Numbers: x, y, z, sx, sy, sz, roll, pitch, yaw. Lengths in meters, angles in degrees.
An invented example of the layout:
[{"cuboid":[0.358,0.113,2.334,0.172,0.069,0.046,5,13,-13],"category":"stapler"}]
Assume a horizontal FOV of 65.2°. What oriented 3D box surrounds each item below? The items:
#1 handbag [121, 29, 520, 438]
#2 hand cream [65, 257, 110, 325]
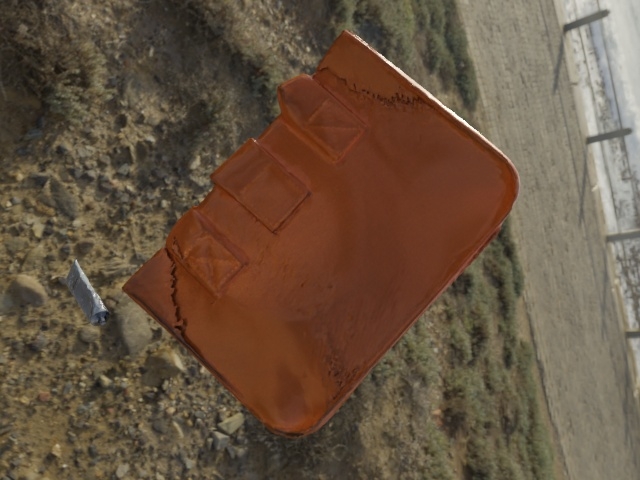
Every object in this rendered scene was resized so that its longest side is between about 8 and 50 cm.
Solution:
[{"cuboid":[0.000,0.000,0.607,0.303,0.410,0.116,42,3,7],"category":"handbag"},{"cuboid":[-0.243,0.055,0.516,0.019,0.093,0.030,8,115,-54],"category":"hand cream"}]
